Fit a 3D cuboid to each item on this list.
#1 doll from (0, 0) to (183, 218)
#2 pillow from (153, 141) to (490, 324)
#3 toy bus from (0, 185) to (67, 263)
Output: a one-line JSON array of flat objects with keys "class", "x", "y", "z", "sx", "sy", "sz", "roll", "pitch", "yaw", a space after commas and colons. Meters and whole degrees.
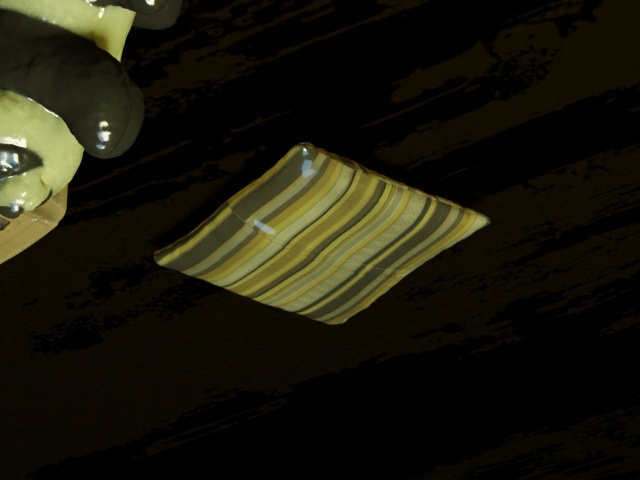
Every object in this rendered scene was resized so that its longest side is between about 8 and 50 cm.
[{"class": "doll", "x": -0.172, "y": -0.126, "z": 1.181, "sx": 0.135, "sy": 0.234, "sz": 0.143, "roll": 14, "pitch": 178, "yaw": 0}, {"class": "pillow", "x": 0.000, "y": 0.000, "z": 1.538, "sx": 0.212, "sy": 0.052, "sz": 0.208, "roll": 21, "pitch": 140, "yaw": -34}, {"class": "toy bus", "x": -0.316, "y": -0.092, "z": 1.248, "sx": 0.139, "sy": 0.157, "sz": 0.289, "roll": -28, "pitch": 141, "yaw": 28}]
